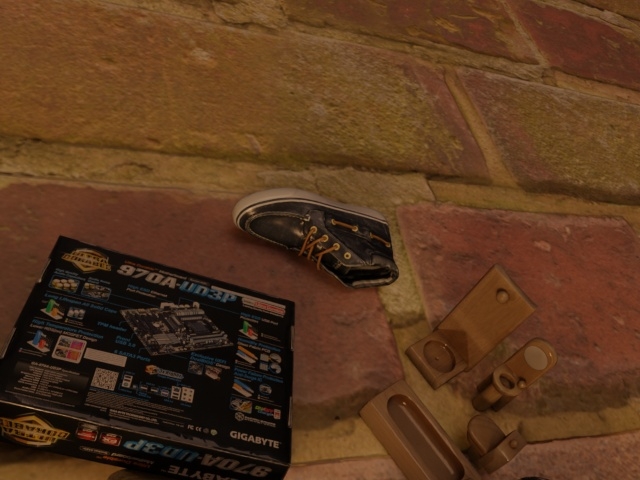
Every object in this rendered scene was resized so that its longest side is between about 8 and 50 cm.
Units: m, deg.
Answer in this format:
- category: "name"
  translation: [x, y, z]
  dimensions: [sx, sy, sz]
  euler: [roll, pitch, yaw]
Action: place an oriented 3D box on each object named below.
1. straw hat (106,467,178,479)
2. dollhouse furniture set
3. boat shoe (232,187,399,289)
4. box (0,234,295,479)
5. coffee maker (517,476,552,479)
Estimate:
- category: "straw hat"
  translation: [-0.085, 0.211, 0.451]
  dimensions: [0.144, 0.144, 0.061]
  euler: [18, 85, -14]
- category: "dollhouse furniture set"
  translation: [0.137, 0.133, 0.600]
  dimensions: [0.151, 0.123, 0.144]
  euler: [-21, 64, -39]
- category: "boat shoe"
  translation: [0.000, 0.000, 0.686]
  dimensions: [0.183, 0.065, 0.083]
  euler: [7, 47, -24]
- category: "box"
  translation: [-0.130, 0.095, 0.524]
  dimensions: [0.220, 0.051, 0.175]
  euler: [17, 36, -14]
- category: "coffee maker"
  translation: [0.165, 0.277, 0.490]
  dimensions: [0.171, 0.120, 0.178]
  euler: [30, 43, 0]
